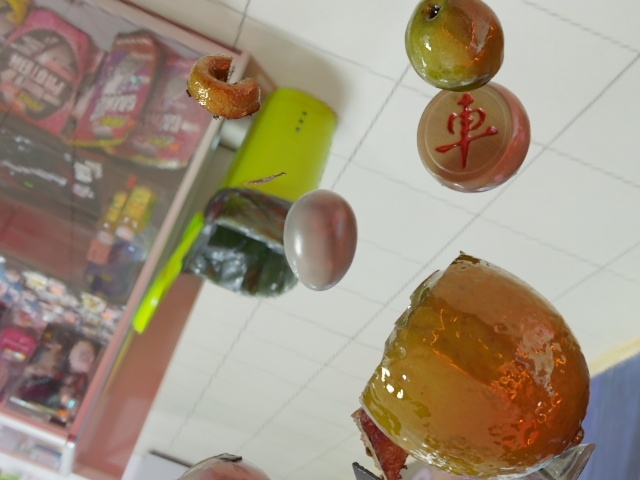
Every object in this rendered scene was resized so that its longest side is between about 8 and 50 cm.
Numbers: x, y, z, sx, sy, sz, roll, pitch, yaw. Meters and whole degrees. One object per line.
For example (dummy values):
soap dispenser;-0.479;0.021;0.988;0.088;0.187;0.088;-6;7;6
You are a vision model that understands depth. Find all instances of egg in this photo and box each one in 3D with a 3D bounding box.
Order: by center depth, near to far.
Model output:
egg;0.000;0.000;1.808;0.151;0.209;0.151;5;-167;-1

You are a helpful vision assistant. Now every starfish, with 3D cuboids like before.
starfish;-0.114;-0.127;1.861;0.092;0.016;0.086;-14;180;-2

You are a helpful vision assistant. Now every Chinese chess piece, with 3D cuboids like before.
Chinese chess piece;0.327;-0.226;1.936;0.251;0.250;0.097;0;173;33

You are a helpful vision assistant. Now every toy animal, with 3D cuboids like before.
toy animal;-0.166;0.542;1.700;0.213;0.266;0.212;-19;150;-11

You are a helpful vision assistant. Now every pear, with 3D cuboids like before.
pear;0.248;-0.370;1.682;0.198;0.198;0.198;15;153;8

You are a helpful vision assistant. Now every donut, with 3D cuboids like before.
donut;-0.223;-0.350;2.017;0.181;0.146;0.078;54;145;26

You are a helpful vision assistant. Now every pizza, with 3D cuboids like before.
pizza;0.139;0.434;1.946;0.201;0.193;0.053;14;170;-33

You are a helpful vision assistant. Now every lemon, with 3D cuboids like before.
lemon;0.261;0.222;1.432;0.364;0.364;0.364;15;153;8

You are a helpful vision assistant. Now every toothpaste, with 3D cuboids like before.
toothpaste;0.429;0.431;1.712;0.066;0.100;0.323;39;163;0

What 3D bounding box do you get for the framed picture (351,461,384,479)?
framed picture;0.173;0.549;1.578;0.244;0.013;0.323;24;140;42
